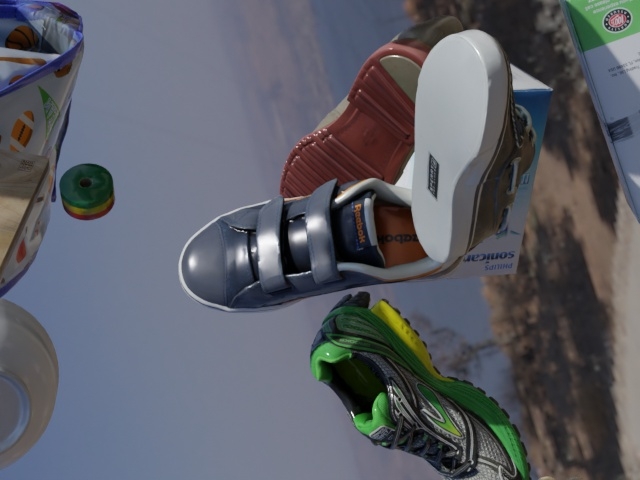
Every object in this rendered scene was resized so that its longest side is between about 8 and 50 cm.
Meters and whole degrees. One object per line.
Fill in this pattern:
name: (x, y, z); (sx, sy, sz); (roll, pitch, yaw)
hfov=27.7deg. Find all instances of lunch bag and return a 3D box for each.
lunch bag: (-0.441, -0.097, 1.545); (0.385, 0.239, 0.328); (-38, -29, -52)

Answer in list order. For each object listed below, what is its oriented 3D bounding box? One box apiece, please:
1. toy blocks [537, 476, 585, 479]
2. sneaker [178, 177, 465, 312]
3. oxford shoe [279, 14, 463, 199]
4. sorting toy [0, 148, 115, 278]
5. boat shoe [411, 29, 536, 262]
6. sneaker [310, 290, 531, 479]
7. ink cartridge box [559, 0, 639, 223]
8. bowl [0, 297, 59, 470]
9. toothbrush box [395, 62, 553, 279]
toy blocks: (0.278, 0.334, 1.543); (0.123, 0.054, 0.148); (51, 150, -11)
sneaker: (0.000, 0.000, 1.397); (0.127, 0.321, 0.126); (80, -179, -77)
oxford shoe: (0.067, -0.125, 1.508); (0.123, 0.130, 0.348); (43, 139, -1)
sorting toy: (-0.320, -0.022, 1.104); (0.046, 0.274, 0.132); (94, -172, -51)
boat shoe: (0.111, -0.071, 0.917); (0.078, 0.070, 0.219); (59, 161, 29)
sneaker: (0.115, 0.230, 1.622); (0.343, 0.134, 0.146); (42, -140, 1)
ink cartridge box: (0.420, -0.192, 1.518); (0.121, 0.211, 0.289); (-82, -29, -71)
bowl: (-0.515, 0.236, 1.929); (0.134, 0.298, 0.298); (25, 135, 59)
toothbrush box: (0.213, -0.120, 1.927); (0.216, 0.126, 0.295); (-132, 45, -56)
